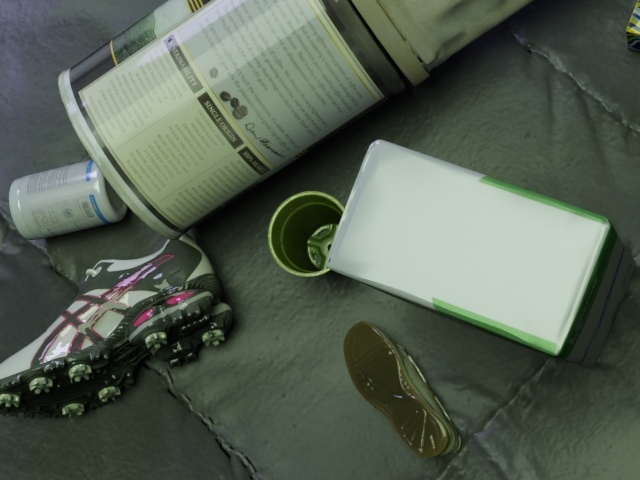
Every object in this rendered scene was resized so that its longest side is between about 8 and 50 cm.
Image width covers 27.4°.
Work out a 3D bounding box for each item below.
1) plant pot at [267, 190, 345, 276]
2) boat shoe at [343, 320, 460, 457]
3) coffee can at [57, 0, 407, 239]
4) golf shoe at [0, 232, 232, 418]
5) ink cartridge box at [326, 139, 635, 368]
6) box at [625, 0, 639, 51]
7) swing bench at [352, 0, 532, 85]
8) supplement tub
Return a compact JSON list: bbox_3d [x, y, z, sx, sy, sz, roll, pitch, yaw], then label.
[{"bbox_3d":[0.000,0.000,1.284,0.083,0.079,0.083,-3,80,16],"label":"plant pot"},{"bbox_3d":[0.078,0.143,1.259,0.056,0.048,0.153,-48,64,16],"label":"boat shoe"},{"bbox_3d":[-0.084,-0.156,1.274,0.275,0.201,0.201,-33,72,8],"label":"coffee can"},{"bbox_3d":[-0.223,0.093,1.335,0.273,0.105,0.120,-24,58,5],"label":"golf shoe"},{"bbox_3d":[0.150,0.021,1.134,0.201,0.278,0.117,21,89,19],"label":"ink cartridge box"},{"bbox_3d":[0.376,-0.189,1.225,0.169,0.054,0.059,20,85,19],"label":"box"},{"bbox_3d":[0.116,-0.329,1.229,0.253,0.165,0.254,-34,54,10],"label":"swing bench"},{"bbox_3d":[-0.262,-0.043,1.375,0.107,0.071,0.071,-11,77,14],"label":"supplement tub"}]
